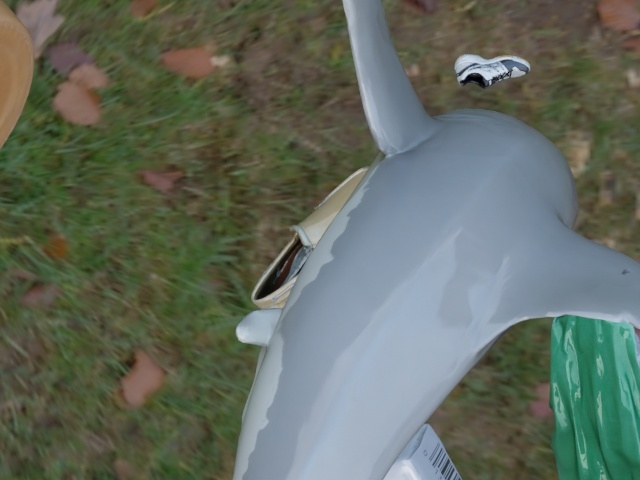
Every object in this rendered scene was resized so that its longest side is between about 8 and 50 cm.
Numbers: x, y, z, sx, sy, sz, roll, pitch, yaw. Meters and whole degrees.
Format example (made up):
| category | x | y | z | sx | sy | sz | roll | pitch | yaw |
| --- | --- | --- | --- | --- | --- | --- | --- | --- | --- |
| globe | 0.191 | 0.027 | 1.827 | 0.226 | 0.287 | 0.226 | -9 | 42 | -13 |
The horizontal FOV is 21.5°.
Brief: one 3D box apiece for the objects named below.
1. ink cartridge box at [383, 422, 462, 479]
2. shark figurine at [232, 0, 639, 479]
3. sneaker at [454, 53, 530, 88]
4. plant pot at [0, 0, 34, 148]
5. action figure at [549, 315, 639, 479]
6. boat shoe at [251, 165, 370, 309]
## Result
| category | x | y | z | sx | sy | sz | roll | pitch | yaw |
| --- | --- | --- | --- | --- | --- | --- | --- | --- | --- |
| ink cartridge box | 0.023 | 0.402 | 1.804 | 0.385 | 0.091 | 0.308 | -25 | 100 | 27 |
| shark figurine | 0.037 | 0.044 | 0.457 | 0.116 | 0.166 | 0.278 | 11 | 53 | 22 |
| sneaker | 0.190 | -0.182 | 1.860 | 0.083 | 0.032 | 0.037 | 0 | 58 | 2 |
| plant pot | -0.406 | -0.166 | 1.564 | 0.203 | 0.291 | 0.291 | 31 | 84 | 18 |
| action figure | 0.237 | 0.130 | 1.387 | 0.063 | 0.137 | 0.232 | -23 | 107 | -45 |
| boat shoe | 0.000 | 0.000 | 1.711 | 0.072 | 0.068 | 0.190 | 30 | 95 | -48 |
